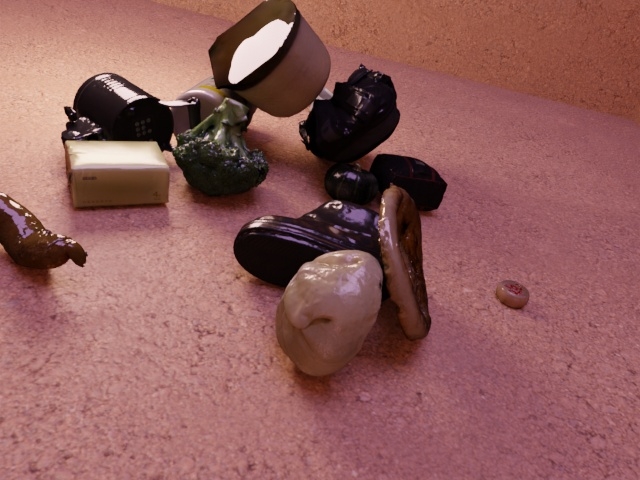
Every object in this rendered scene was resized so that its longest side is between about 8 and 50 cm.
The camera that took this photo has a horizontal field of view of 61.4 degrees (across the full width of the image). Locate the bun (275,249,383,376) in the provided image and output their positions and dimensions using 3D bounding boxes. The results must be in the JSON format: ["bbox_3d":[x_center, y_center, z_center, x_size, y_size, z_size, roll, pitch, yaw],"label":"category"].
[{"bbox_3d":[0.000,0.127,1.017,0.160,0.259,0.259,21,30,-14],"label":"bun"}]

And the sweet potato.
[{"bbox_3d":[-0.601,-0.012,1.092,0.310,0.124,0.098,34,48,12],"label":"sweet potato"}]

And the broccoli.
[{"bbox_3d":[-0.265,-0.251,1.484,0.270,0.270,0.270,17,7,-2],"label":"broccoli"}]

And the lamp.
[{"bbox_3d":[-0.565,-0.361,1.566,0.374,0.205,0.272,-16,46,-24],"label":"lamp"}]

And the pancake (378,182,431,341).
[{"bbox_3d":[0.182,0.047,1.134,0.065,0.356,0.356,-13,27,19],"label":"pancake"}]

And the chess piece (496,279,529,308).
[{"bbox_3d":[0.496,0.138,1.392,0.084,0.038,0.083,10,34,-7],"label":"chess piece"}]

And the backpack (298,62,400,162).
[{"bbox_3d":[0.101,-0.394,1.735,0.255,0.363,0.445,47,10,-17],"label":"backpack"}]

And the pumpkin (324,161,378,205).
[{"bbox_3d":[0.090,-0.171,1.624,0.167,0.125,0.167,2,32,-1],"label":"pumpkin"}]

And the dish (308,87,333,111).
[{"bbox_3d":[0.010,-0.588,2.283,0.151,0.077,0.212,-3,36,-26],"label":"dish"}]

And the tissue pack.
[{"bbox_3d":[-0.517,-0.172,1.370,0.234,0.125,0.159,-5,37,-28],"label":"tissue pack"}]

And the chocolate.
[{"bbox_3d":[-0.134,-0.526,1.672,0.326,0.297,0.314,-31,46,11],"label":"chocolate"}]

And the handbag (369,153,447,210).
[{"bbox_3d":[0.268,-0.186,1.686,0.215,0.155,0.169,7,25,-28],"label":"handbag"}]

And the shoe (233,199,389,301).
[{"bbox_3d":[0.000,0.000,1.271,0.384,0.171,0.237,13,39,-5],"label":"shoe"}]

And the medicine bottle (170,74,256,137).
[{"bbox_3d":[-0.331,-0.430,1.769,0.208,0.208,0.339,17,32,3],"label":"medicine bottle"}]
